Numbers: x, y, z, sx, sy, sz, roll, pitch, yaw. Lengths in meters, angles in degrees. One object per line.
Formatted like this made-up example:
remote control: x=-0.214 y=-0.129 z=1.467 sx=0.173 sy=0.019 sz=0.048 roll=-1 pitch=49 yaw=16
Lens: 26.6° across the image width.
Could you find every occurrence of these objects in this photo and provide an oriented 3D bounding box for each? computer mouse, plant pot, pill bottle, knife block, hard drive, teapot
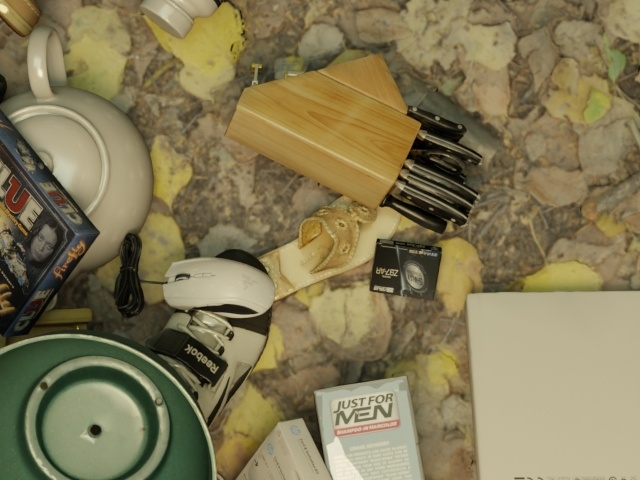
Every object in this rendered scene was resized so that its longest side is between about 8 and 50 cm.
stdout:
computer mouse: x=-0.149 y=0.046 z=1.594 sx=0.193 sy=0.042 sz=0.106 roll=4 pitch=58 yaw=4
plant pot: x=-0.251 y=0.224 z=1.443 sx=0.293 sy=0.196 sz=0.293 roll=0 pitch=98 yaw=-1
pill bottle: x=-0.152 y=-0.342 z=1.707 sx=0.094 sy=0.094 sz=0.169 roll=34 pitch=84 yaw=3
knife block: x=0.051 y=-0.094 z=1.649 sx=0.275 sy=0.088 sz=0.242 roll=-17 pitch=73 yaw=-21
hard drive: x=0.298 y=0.227 z=1.603 sx=0.233 sy=0.047 sz=0.353 roll=-1 pitch=61 yaw=-1
teapot: x=-0.323 y=-0.083 z=1.629 sx=0.256 sy=0.187 sz=0.252 roll=43 pitch=84 yaw=5

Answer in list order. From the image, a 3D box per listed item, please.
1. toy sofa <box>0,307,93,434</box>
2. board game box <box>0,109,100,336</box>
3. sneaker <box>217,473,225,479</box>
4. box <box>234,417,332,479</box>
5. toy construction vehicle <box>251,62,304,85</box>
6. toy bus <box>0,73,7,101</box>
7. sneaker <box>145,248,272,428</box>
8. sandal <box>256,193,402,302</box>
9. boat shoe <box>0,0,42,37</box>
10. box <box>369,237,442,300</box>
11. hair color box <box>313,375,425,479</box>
toy sofa: x=-0.355 y=0.262 z=1.623 sx=0.150 sy=0.177 sz=0.363 roll=-2 pitch=82 yaw=-24
board game box: x=-0.372 y=-0.035 z=1.536 sx=0.243 sy=0.042 sz=0.165 roll=48 pitch=115 yaw=21
sneaker: x=-0.123 y=0.355 z=1.636 sx=0.068 sy=0.071 sz=0.170 roll=-24 pitch=83 yaw=-4
box: x=-0.044 y=0.314 z=1.543 sx=0.038 sy=0.186 sz=0.145 roll=-5 pitch=53 yaw=-35
toy construction vehicle: x=-0.055 y=-0.173 z=1.717 sx=0.085 sy=0.035 sz=0.098 roll=8 pitch=83 yaw=0
toy bus: x=-0.508 y=-0.160 z=1.626 sx=0.149 sy=0.220 sz=0.211 roll=39 pitch=90 yaw=1
sneaker: x=-0.157 y=0.162 z=1.611 sx=0.122 sy=0.146 sz=0.331 roll=25 pitch=87 yaw=6
sandal: x=0.004 y=0.006 z=1.674 sx=0.240 sy=0.079 sz=0.088 roll=-31 pitch=85 yaw=-4
boat shoe: x=-0.430 y=-0.417 z=1.700 sx=0.110 sy=0.121 sz=0.341 roll=-30 pitch=83 yaw=-3
box: x=0.106 y=0.036 z=1.689 sx=0.083 sy=0.018 sz=0.067 roll=9 pitch=109 yaw=0
hair color box: x=0.074 y=0.351 z=1.580 sx=0.113 sy=0.185 sz=0.375 roll=-8 pitch=83 yaw=-1
